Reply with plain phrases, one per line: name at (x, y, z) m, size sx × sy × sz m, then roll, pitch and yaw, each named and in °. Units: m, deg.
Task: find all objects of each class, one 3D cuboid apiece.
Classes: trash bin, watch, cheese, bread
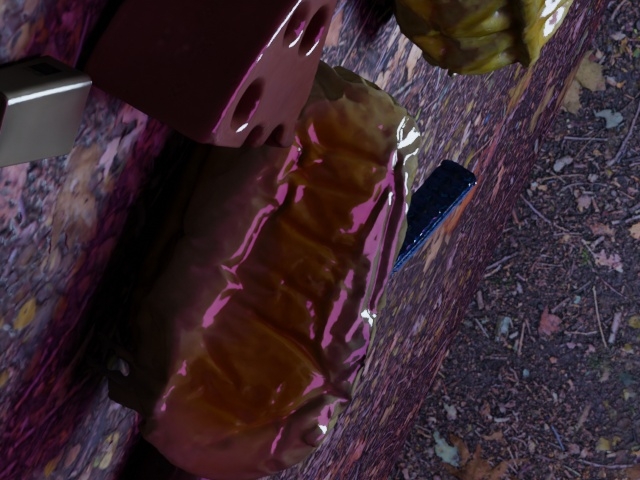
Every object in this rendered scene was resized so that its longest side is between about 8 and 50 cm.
trash bin at (-0.197, -0.082, 0.967) m, size 0.092 × 0.043 × 0.061 m, roll -31°, pitch 145°, yaw -63°
watch at (0.006, 0.009, 1.519) m, size 0.276 × 0.068 × 0.274 m, roll 20°, pitch 91°, yaw -38°
cheese at (-0.090, -0.137, 1.110) m, size 0.177 × 0.128 × 0.203 m, roll -45°, pitch 161°, yaw -48°
bread at (0.178, -0.304, 1.616) m, size 0.252 × 0.239 × 0.196 m, roll 33°, pitch 48°, yaw -70°
bread at (-0.041, 0.029, 1.351) m, size 0.388 × 0.236 × 0.183 m, roll -61°, pitch -157°, yaw 1°

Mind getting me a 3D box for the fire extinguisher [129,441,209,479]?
fire extinguisher at (-0.131, 0.188, 1.585) m, size 0.141 × 0.105 × 0.341 m, roll 25°, pitch 92°, yaw -36°
